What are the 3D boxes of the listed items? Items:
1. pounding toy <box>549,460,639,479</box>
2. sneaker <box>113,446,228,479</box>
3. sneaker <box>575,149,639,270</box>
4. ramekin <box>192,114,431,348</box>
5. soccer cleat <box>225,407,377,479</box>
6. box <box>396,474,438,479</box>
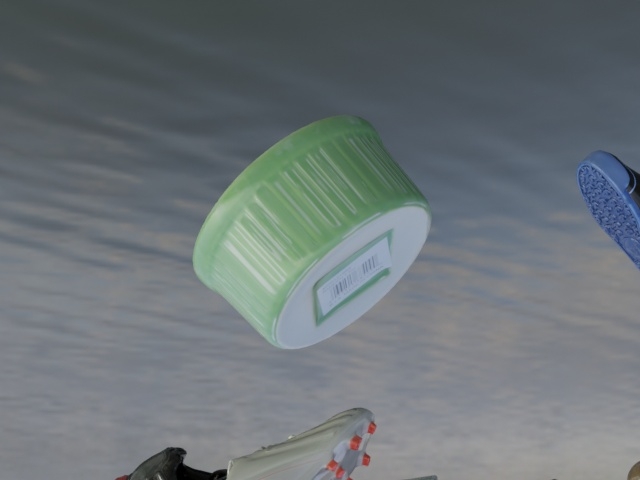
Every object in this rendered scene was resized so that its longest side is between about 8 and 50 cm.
[{"bbox_3d":[0.260,0.342,1.205,0.155,0.269,0.154,34,-167,28],"label":"pounding toy"},{"bbox_3d":[-0.120,0.351,1.418,0.276,0.135,0.097,43,-172,-1],"label":"sneaker"},{"bbox_3d":[0.381,-0.027,1.360,0.232,0.090,0.081,49,162,-20],"label":"sneaker"},{"bbox_3d":[0.000,0.000,1.553,0.303,0.148,0.303,-35,156,-18],"label":"ramekin"},{"bbox_3d":[-0.027,0.177,0.916,0.076,0.068,0.196,25,-143,26],"label":"soccer cleat"},{"bbox_3d":[0.061,0.316,1.048,0.114,0.207,0.036,-9,174,9],"label":"box"}]
